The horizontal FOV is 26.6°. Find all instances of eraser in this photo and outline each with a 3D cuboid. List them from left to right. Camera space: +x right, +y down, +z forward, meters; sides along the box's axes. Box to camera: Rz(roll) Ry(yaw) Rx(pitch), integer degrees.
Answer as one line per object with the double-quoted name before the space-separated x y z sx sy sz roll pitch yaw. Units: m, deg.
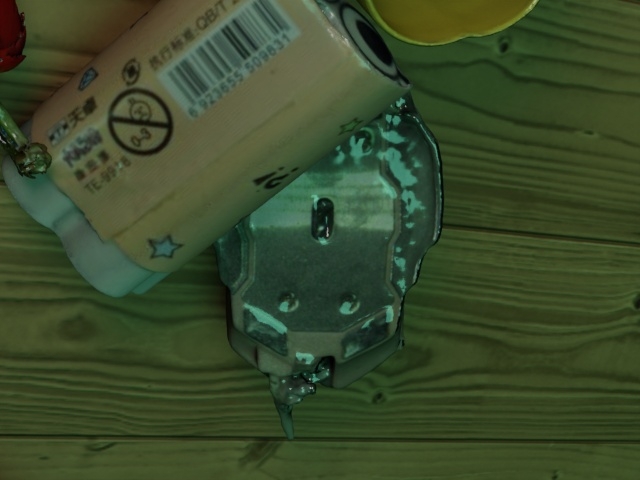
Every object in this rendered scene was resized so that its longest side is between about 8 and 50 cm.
"eraser" -0.096 -0.093 1.030 0.290 0.087 0.171 -37 97 22

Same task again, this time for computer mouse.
"computer mouse" 0.000 -0.004 1.176 0.199 0.115 0.389 5 116 0

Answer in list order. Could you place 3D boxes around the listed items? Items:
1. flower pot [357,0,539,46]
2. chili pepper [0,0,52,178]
"flower pot" 0.072 -0.266 1.030 0.195 0.179 0.195 -11 121 -18
"chili pepper" -0.286 -0.215 0.938 0.110 0.110 0.387 -24 119 -12
